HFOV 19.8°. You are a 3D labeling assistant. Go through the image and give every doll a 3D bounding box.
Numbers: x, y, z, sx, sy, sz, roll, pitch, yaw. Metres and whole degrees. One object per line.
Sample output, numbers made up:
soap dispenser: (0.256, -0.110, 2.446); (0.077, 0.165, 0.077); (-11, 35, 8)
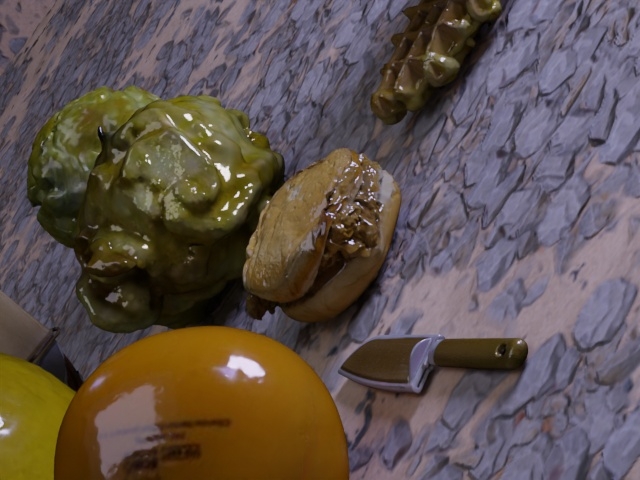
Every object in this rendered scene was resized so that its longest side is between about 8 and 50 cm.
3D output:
doll: (-0.076, 0.166, 1.324); (0.213, 0.213, 0.236); (-59, -18, -3)

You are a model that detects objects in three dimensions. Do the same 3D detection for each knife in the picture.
knife: (0.070, 0.086, 1.308); (0.256, 0.022, 0.046); (-7, 58, 64)

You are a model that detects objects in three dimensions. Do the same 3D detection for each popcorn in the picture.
popcorn: (-0.227, -0.060, 1.997); (0.198, 0.212, 0.198); (-8, 30, 5)
popcorn: (-0.148, -0.027, 1.722); (0.233, 0.192, 0.266); (-46, 6, 45)

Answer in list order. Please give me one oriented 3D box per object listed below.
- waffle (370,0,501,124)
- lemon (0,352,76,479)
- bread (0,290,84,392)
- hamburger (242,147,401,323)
waffle: (0.107, -0.198, 1.592); (0.160, 0.046, 0.192); (-43, 24, 34)
lemon: (-0.331, 0.247, 1.550); (0.348, 0.348, 0.348); (-47, 23, 27)
bread: (-0.321, 0.166, 1.811); (0.142, 0.212, 0.224); (-31, 11, 19)
hamburger: (0.000, 0.000, 1.508); (0.147, 0.083, 0.138); (-33, 28, 46)
